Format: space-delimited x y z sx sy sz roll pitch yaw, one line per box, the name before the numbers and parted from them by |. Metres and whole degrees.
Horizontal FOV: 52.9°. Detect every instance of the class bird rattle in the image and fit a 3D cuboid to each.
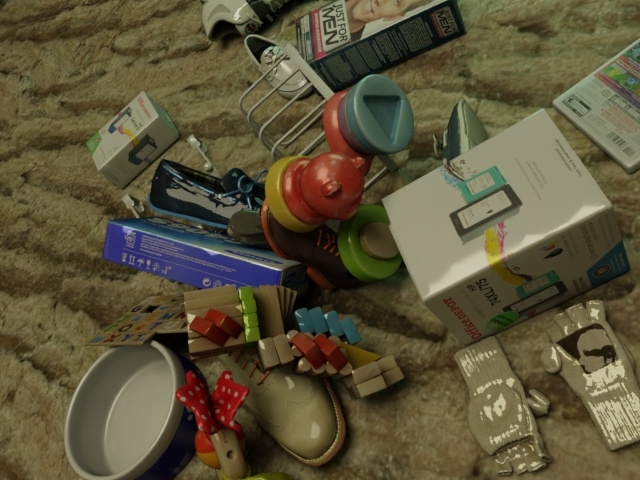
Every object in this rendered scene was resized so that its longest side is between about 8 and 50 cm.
bird rattle | -0.161 0.319 1.006 0.143 0.253 0.207 -30 5 -23

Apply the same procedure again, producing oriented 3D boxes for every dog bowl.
dog bowl | -0.342 0.322 1.200 0.265 0.104 0.265 -16 55 24

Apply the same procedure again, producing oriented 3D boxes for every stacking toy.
stacking toy | 0.095 -0.098 1.027 0.130 0.279 0.309 -14 37 50

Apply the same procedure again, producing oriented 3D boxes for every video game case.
video game case | 0.515 -0.225 1.047 0.183 0.023 0.201 -36 47 9

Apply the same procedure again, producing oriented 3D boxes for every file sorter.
file sorter | -0.019 -0.215 1.276 0.173 0.193 0.277 -41 48 9

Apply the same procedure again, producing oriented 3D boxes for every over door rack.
over door rack | -0.322 -0.090 1.448 0.239 0.108 0.324 -42 48 3

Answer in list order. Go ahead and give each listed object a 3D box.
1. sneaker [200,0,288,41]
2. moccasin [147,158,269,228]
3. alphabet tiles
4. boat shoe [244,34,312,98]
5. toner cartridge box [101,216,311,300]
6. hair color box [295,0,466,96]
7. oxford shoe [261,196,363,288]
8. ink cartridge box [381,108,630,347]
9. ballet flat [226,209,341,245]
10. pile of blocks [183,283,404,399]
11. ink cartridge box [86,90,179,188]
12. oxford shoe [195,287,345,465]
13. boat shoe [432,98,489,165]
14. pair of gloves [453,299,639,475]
sneaker | -0.162 -0.603 1.680 0.331 0.122 0.146 -11 74 26
moccasin | -0.178 -0.087 1.257 0.342 0.138 0.116 10 102 6
alphabet tiles | -0.317 0.153 1.275 0.237 0.009 0.198 -7 20 30
boat shoe | -0.108 -0.418 1.530 0.095 0.084 0.258 -48 48 -3
toner cartridge box | -0.201 0.033 1.174 0.348 0.165 0.075 15 100 17
hair color box | 0.121 -0.466 1.395 0.347 0.105 0.174 -19 53 19
oxford shoe | 0.000 0.000 1.068 0.098 0.271 0.097 0 65 32
ink cartridge box | 0.268 -0.009 0.952 0.270 0.198 0.197 -29 51 15
ballet flat | -0.049 -0.018 1.185 0.250 0.058 0.084 -1 55 -18
pile of blocks | -0.037 0.139 0.973 0.362 0.112 0.149 16 72 -5
ink cartridge box | -0.489 -0.264 1.676 0.212 0.093 0.154 -39 47 3
oxford shoe | -0.107 0.215 1.087 0.140 0.146 0.397 -47 48 -2
boat shoe | 0.246 -0.160 1.116 0.079 0.095 0.254 -36 29 31
pair of gloves | 0.312 0.204 0.893 0.240 0.042 0.204 -23 52 20
